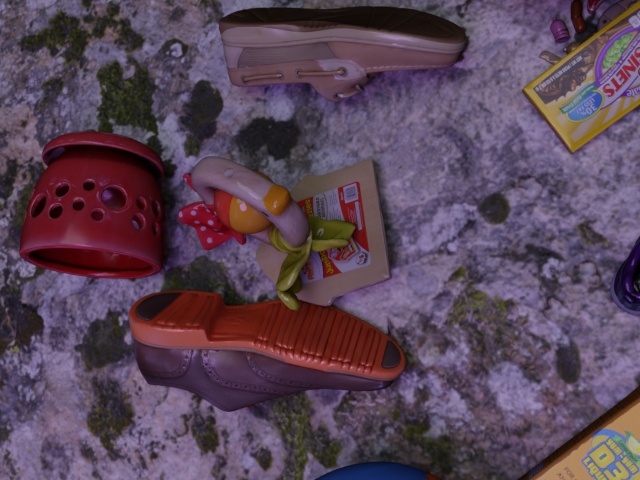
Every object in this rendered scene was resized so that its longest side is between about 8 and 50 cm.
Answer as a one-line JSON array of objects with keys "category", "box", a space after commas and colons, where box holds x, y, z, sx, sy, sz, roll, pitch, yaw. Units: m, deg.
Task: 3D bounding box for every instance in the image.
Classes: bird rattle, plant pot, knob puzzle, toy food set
[{"category": "bird rattle", "box": [-0.085, -0.044, 1.001, 0.254, 0.207, 0.143, 34, 74, 25]}, {"category": "plant pot", "box": [-0.309, -0.047, 1.096, 0.191, 0.191, 0.174, -3, 71, 18]}, {"category": "knob puzzle", "box": [0.000, 0.000, 1.063, 0.213, 0.030, 0.213, -10, 69, 27]}, {"category": "toy food set", "box": [0.338, -0.277, 1.006, 0.078, 0.019, 0.122, 35, 93, 20]}]

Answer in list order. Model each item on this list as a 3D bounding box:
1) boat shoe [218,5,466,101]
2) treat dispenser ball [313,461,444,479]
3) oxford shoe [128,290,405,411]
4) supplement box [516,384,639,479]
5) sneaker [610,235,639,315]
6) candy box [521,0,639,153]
[{"category": "boat shoe", "box": [0.028, -0.251, 1.066, 0.341, 0.121, 0.110, 9, 121, 22]}, {"category": "treat dispenser ball", "box": [0.066, 0.386, 0.843, 0.288, 0.288, 0.287, -3, 80, 18]}, {"category": "oxford shoe", "box": [-0.070, 0.157, 1.037, 0.364, 0.130, 0.132, 8, 117, 13]}, {"category": "supplement box", "box": [0.309, 0.263, 0.897, 0.233, 0.080, 0.078, -40, 74, 6]}, {"category": "sneaker", "box": [0.413, -0.014, 0.896, 0.083, 0.098, 0.223, 29, 91, 20]}, {"category": "candy box", "box": [0.366, -0.210, 0.972, 0.206, 0.027, 0.105, -37, 88, 9]}]
